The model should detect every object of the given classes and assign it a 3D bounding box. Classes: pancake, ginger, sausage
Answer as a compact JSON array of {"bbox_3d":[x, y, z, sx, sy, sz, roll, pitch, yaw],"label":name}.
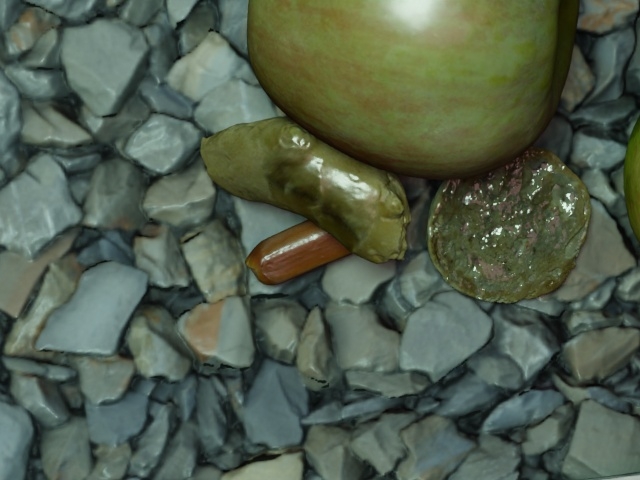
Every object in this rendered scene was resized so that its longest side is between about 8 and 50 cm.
[{"bbox_3d":[0.163,-0.012,1.259,0.152,0.025,0.151,-3,102,-14],"label":"pancake"},{"bbox_3d":[-0.007,-0.047,1.163,0.190,0.069,0.095,29,121,4],"label":"ginger"},{"bbox_3d":[0.000,0.000,1.215,0.131,0.039,0.041,-23,113,-7],"label":"sausage"}]

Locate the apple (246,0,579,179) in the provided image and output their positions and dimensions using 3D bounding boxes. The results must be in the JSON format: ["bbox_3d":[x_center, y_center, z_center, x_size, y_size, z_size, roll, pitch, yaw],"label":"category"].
[{"bbox_3d":[0.072,-0.173,1.092,0.234,0.257,0.257,5,103,16],"label":"apple"}]

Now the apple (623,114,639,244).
[{"bbox_3d":[0.346,-0.054,1.210,0.196,0.196,0.196,-3,103,-13],"label":"apple"}]

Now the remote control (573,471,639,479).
[{"bbox_3d":[0.289,0.244,1.338,0.229,0.044,0.073,-6,100,-4],"label":"remote control"}]
